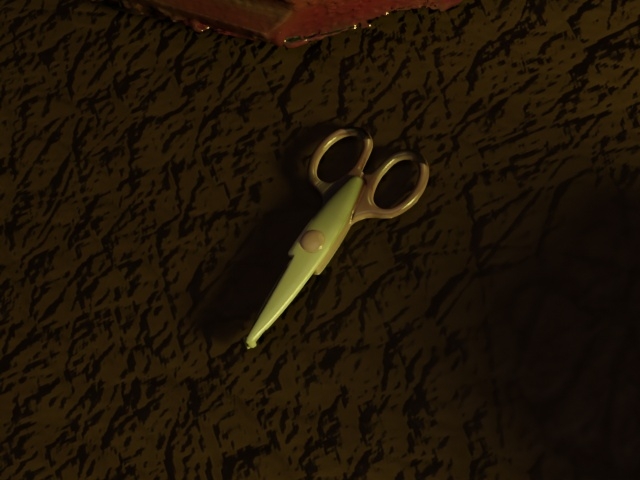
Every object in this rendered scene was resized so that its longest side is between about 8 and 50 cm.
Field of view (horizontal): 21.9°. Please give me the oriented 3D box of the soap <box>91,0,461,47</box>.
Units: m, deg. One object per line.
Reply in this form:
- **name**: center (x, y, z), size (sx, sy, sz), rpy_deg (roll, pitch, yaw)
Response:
- **soap**: center (-0.024, -0.233, 1.182), size (0.289, 0.112, 0.182), rpy_deg (17, 71, 21)

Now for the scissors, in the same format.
- **scissors**: center (0.000, 0.000, 1.098), size (0.085, 0.022, 0.176), rpy_deg (25, 69, 24)
